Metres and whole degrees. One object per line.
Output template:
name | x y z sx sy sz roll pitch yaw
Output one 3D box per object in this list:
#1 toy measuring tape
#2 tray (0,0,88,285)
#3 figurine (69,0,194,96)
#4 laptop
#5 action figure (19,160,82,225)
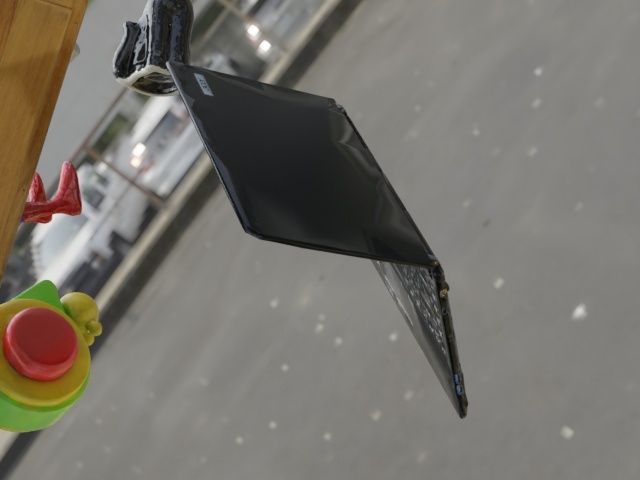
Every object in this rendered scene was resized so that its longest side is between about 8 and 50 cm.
toy measuring tape | -0.305 0.143 1.335 0.330 0.121 0.121 -37 -1 -45
tray | -0.324 -0.015 1.103 0.076 0.202 0.411 27 102 43
figurine | -0.234 -0.284 1.648 0.092 0.214 0.210 -26 55 61
laptop | 0.000 0.000 1.194 0.136 0.264 0.234 -20 42 -7
action figure | -0.346 -0.054 1.240 0.280 0.139 0.091 -17 2 -41
